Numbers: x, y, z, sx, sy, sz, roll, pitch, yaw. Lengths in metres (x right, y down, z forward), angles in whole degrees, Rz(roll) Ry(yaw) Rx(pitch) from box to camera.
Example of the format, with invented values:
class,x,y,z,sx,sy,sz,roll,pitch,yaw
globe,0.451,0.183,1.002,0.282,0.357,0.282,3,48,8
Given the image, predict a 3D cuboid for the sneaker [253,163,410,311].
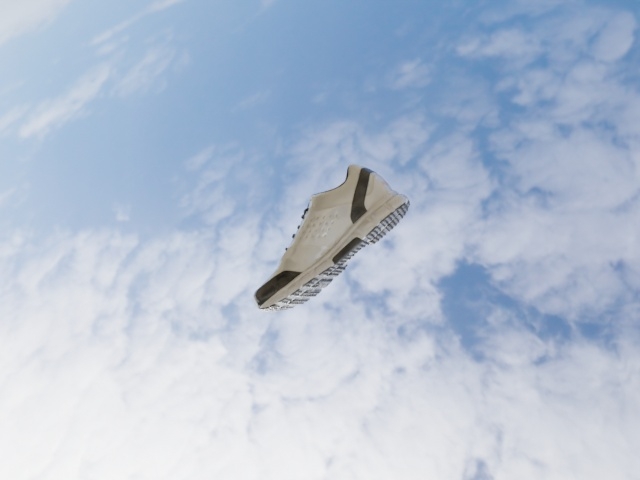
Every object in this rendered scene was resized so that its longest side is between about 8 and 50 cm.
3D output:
class,x,y,z,sx,sy,sz,roll,pitch,yaw
sneaker,0.000,0.000,0.321,0.109,0.040,0.043,-41,-104,3
